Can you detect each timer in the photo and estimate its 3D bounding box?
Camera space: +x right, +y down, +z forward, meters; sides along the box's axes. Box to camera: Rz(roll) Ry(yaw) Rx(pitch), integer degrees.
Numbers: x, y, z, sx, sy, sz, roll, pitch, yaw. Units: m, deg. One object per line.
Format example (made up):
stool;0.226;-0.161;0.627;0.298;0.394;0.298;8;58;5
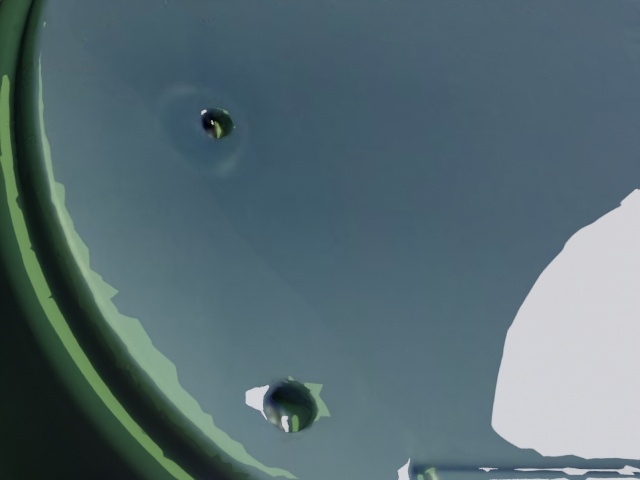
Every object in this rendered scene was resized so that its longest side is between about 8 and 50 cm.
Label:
timer;0.000;0.000;0.705;0.395;0.173;0.395;11;59;-19
